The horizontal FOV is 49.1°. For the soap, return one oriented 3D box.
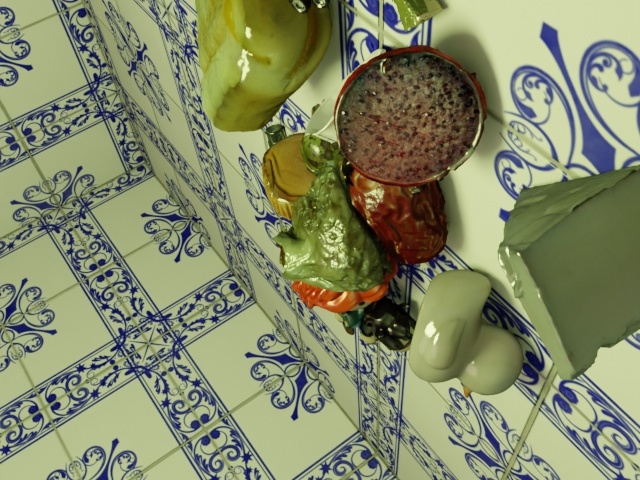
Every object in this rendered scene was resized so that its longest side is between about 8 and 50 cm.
[{"bbox_3d":[0.286,0.032,0.871,0.158,0.258,0.302,58,163,-4],"label":"soap"}]

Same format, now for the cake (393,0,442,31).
[{"bbox_3d":[0.116,-0.366,0.999,0.140,0.051,0.055,60,164,2],"label":"cake"}]

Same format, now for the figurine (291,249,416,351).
[{"bbox_3d":[0.084,0.115,1.640,0.411,0.241,0.306,59,174,-36],"label":"figurine"}]

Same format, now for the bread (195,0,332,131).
[{"bbox_3d":[-0.103,-0.391,1.291,0.341,0.210,0.300,145,116,-66],"label":"bread"}]

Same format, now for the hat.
[{"bbox_3d":[0.081,-0.214,1.186,0.126,0.203,0.203,38,167,-15],"label":"hat"}]

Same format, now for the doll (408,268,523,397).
[{"bbox_3d":[0.278,0.181,1.302,0.221,0.221,0.250,35,123,51],"label":"doll"}]

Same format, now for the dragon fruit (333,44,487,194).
[{"bbox_3d":[0.130,-0.201,1.060,0.148,0.219,0.223,-85,1,-56],"label":"dragon fruit"}]

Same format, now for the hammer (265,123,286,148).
[{"bbox_3d":[-0.014,-0.167,1.689,0.365,0.043,0.111,39,154,42],"label":"hammer"}]

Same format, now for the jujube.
[{"bbox_3d":[0.148,-0.062,1.271,0.155,0.155,0.230,34,160,52],"label":"jujube"}]

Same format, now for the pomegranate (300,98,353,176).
[{"bbox_3d":[0.009,-0.203,1.430,0.163,0.126,0.138,53,174,19],"label":"pomegranate"}]

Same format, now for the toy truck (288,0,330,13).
[{"bbox_3d":[0.018,-0.388,0.946,0.259,0.088,0.121,8,149,45],"label":"toy truck"}]

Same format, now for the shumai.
[{"bbox_3d":[0.002,-0.001,1.354,0.189,0.218,0.255,20,-134,-60],"label":"shumai"}]

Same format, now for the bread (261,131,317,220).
[{"bbox_3d":[-0.035,-0.136,1.554,0.199,0.199,0.104,49,164,26],"label":"bread"}]
